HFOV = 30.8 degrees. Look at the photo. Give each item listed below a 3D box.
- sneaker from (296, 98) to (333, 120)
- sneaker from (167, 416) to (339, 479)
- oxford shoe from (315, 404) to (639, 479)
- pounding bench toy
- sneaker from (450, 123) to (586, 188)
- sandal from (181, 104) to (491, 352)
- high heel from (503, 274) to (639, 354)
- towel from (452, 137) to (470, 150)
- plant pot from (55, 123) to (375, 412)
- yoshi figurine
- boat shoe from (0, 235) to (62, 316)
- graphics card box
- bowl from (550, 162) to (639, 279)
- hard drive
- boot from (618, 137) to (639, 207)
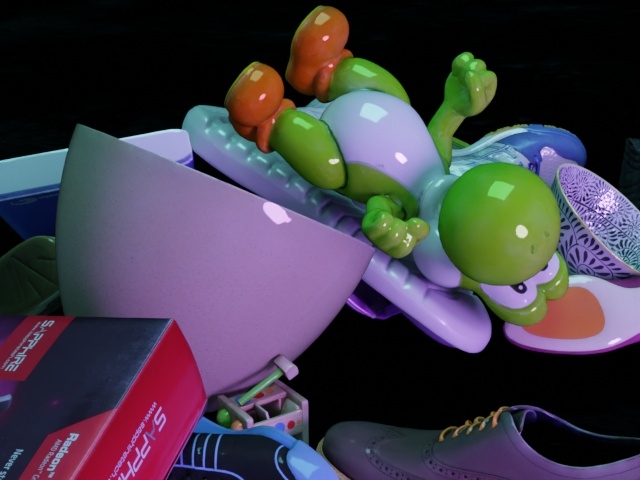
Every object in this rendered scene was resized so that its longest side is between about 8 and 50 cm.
[{"bbox_3d":[0.048,-0.143,1.651,0.169,0.108,0.292,4,24,15],"label":"sneaker"},{"bbox_3d":[-0.092,0.181,0.875,0.232,0.081,0.090,11,32,38],"label":"sneaker"},{"bbox_3d":[0.123,0.160,0.873,0.271,0.098,0.097,7,22,22],"label":"oxford shoe"},{"bbox_3d":[-0.051,0.140,0.959,0.065,0.083,0.052,-13,24,-31],"label":"pounding bench toy"},{"bbox_3d":[0.211,-0.068,1.510,0.296,0.112,0.131,-10,33,-4],"label":"sneaker"},{"bbox_3d":[0.008,0.000,1.236,0.416,0.102,0.169,40,22,24],"label":"sandal"},{"bbox_3d":[0.303,0.073,1.181,0.244,0.082,0.117,-18,-18,-1],"label":"high heel"},{"bbox_3d":[0.112,-0.132,1.772,0.237,0.021,0.102,-11,22,-24],"label":"towel"},{"bbox_3d":[-0.118,0.039,1.026,0.284,0.191,0.284,23,-1,0],"label":"plant pot"},{"bbox_3d":[0.093,-0.071,1.087,0.362,0.203,0.203,40,21,9],"label":"yoshi figurine"},{"bbox_3d":[-0.306,0.060,1.134,0.223,0.080,0.073,-28,-18,30],"label":"boat shoe"},{"bbox_3d":[-0.296,0.151,0.829,0.371,0.094,0.233,0,33,20],"label":"graphics card box"},{"bbox_3d":[0.297,0.004,1.275,0.170,0.080,0.170,30,31,-20],"label":"bowl"},{"bbox_3d":[-0.245,-0.050,1.301,0.210,0.040,0.319,-11,-8,-7],"label":"hard drive"},{"bbox_3d":[0.500,-0.051,1.414,0.222,0.118,0.338,6,25,4],"label":"boot"}]
